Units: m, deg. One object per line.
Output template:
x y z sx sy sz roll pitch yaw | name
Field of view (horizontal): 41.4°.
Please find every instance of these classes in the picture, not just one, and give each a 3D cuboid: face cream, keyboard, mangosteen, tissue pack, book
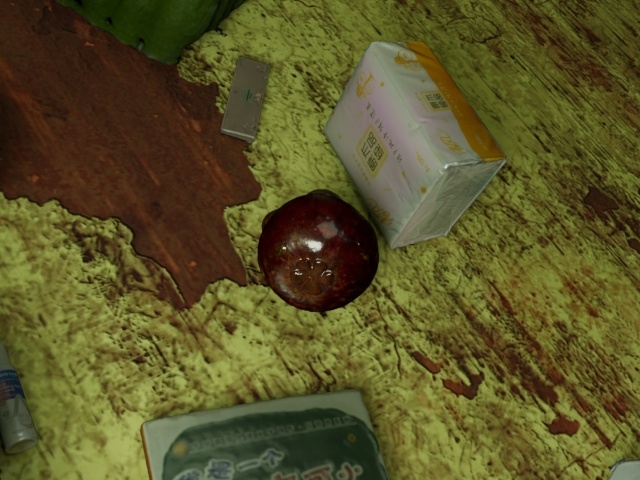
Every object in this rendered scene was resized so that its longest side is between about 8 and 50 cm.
-0.322 0.151 0.862 0.034 0.034 0.130 -12 60 -31 | face cream
-0.108 -0.208 1.246 0.055 0.017 0.166 14 50 -8 | keyboard
0.002 -0.004 1.052 0.156 0.145 0.181 25 48 -2 | mangosteen
0.123 -0.136 1.184 0.124 0.185 0.225 -11 60 -30 | tissue pack
-0.021 0.337 0.852 0.260 0.043 0.371 -4 57 -26 | book

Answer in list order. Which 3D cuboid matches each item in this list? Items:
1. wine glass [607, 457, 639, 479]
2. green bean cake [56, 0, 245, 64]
0.406 0.362 0.953 0.196 0.165 0.165 35 48 -1 | wine glass
-0.242 -0.458 1.261 0.335 0.218 0.319 35 41 -5 | green bean cake
